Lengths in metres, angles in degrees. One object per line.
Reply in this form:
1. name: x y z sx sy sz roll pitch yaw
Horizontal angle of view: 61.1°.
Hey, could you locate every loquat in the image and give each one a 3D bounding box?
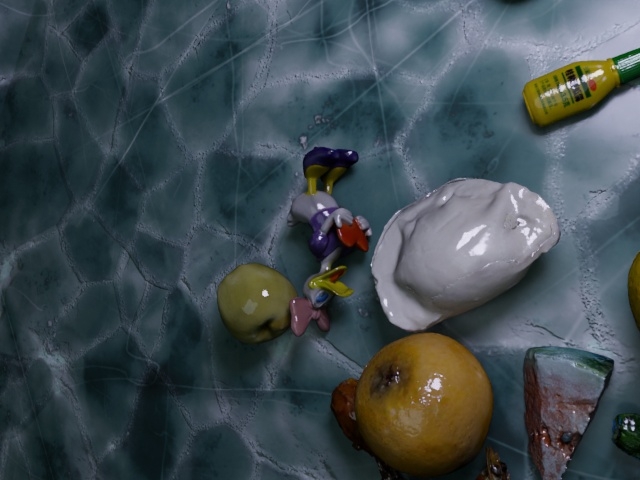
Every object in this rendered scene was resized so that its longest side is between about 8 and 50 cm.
1. loquat: 0.193 0.304 1.025 0.263 0.263 0.263 -2 86 28

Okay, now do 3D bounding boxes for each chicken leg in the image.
1. chicken leg: 0.120 0.438 1.153 0.113 0.093 0.304 -30 77 12

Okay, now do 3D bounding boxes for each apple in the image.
1. apple: -0.147 0.146 1.257 0.200 0.200 0.200 -2 86 28

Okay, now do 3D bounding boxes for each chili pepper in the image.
1. chili pepper: 0.612 0.348 0.902 0.224 0.061 0.098 7 104 25

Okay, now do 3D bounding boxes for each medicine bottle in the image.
1. medicine bottle: 0.512 -0.297 0.997 0.260 0.064 0.095 -20 77 25

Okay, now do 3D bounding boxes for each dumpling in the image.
1. dumpling: 0.259 0.007 1.056 0.341 0.181 0.260 -51 55 40

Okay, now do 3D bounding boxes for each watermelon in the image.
1. watermelon: 0.434 0.320 0.995 0.154 0.094 0.241 9 94 36

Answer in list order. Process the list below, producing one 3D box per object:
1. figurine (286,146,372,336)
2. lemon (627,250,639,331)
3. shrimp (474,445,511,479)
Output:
1. figurine: 0.004 -0.005 1.203 0.193 0.154 0.421 -10 80 32
2. lemon: 0.608 0.091 0.811 0.258 0.258 0.310 -37 75 21
3. shrimp: 0.324 0.535 1.049 0.145 0.061 0.267 -2 88 38
